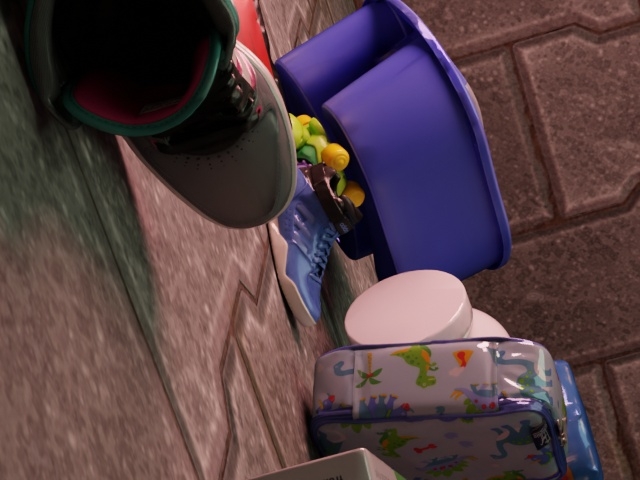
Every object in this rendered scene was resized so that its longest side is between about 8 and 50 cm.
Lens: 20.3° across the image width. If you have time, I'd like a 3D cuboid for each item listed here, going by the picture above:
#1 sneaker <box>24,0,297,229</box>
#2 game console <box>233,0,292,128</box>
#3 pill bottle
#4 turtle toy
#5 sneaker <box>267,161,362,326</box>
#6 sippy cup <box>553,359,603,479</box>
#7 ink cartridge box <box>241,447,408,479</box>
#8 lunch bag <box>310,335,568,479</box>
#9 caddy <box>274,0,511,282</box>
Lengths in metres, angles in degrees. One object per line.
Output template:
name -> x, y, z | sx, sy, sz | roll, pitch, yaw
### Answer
sneaker -> -0.088, -0.094, 1.063 | 0.295, 0.124, 0.178 | 60, 9, -31
game console -> -0.086, -0.153, 1.624 | 0.124, 0.085, 0.144 | -5, 77, -50
pill bottle -> 0.129, 0.194, 1.818 | 0.181, 0.182, 0.323 | -93, 165, -58
turtle toy -> -0.015, -0.079, 1.771 | 0.095, 0.066, 0.130 | 46, -15, 51
sneaker -> 0.000, 0.000, 1.649 | 0.058, 0.085, 0.152 | 56, 20, -67
sippy cup -> 0.212, 0.247, 2.133 | 0.305, 0.224, 0.240 | -82, 156, -73
ink cartridge box -> 0.023, 0.290, 1.084 | 0.211, 0.122, 0.289 | 51, 24, -73
lunch bag -> 0.109, 0.162, 1.588 | 0.176, 0.219, 0.090 | 68, 21, -56
caddy -> 0.093, -0.097, 1.892 | 0.241, 0.179, 0.341 | 49, -17, 49
